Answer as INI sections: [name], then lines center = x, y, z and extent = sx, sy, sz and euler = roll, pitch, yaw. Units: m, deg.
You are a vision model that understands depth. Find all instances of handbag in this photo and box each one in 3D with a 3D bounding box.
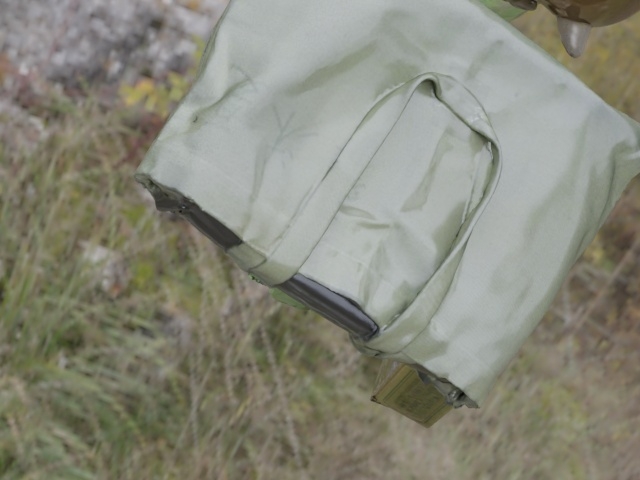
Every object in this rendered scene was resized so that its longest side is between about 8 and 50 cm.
[handbag]
center = 0.055, -0.055, 1.025
extent = 0.316, 0.109, 0.253
euler = 36, 73, -23

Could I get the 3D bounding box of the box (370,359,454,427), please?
[box]
center = 0.113, 0.060, 1.348
extent = 0.071, 0.240, 0.159
euler = 22, 72, -1

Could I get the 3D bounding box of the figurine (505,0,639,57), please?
[figurine]
center = 0.211, -0.252, 1.088
extent = 0.173, 0.247, 0.177
euler = 36, 20, -4

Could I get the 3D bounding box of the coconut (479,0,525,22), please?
[coconut]
center = 0.153, -0.344, 1.518
extent = 0.328, 0.328, 0.281
euler = 26, 81, -1

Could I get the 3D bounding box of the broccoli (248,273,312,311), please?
[broccoli]
center = 0.000, 0.000, 1.539
extent = 0.195, 0.195, 0.156
euler = 17, 55, -10
